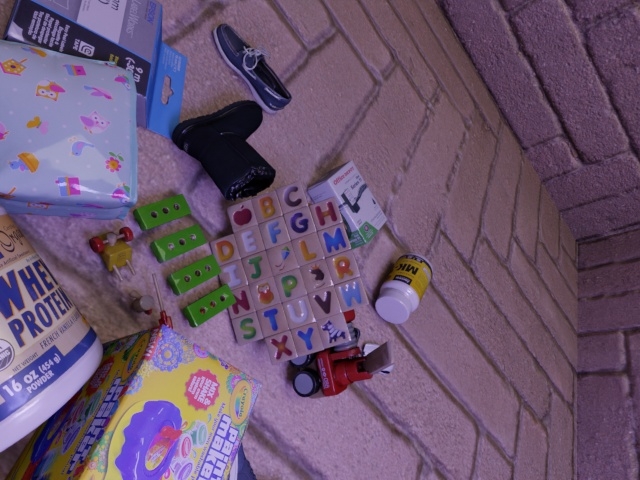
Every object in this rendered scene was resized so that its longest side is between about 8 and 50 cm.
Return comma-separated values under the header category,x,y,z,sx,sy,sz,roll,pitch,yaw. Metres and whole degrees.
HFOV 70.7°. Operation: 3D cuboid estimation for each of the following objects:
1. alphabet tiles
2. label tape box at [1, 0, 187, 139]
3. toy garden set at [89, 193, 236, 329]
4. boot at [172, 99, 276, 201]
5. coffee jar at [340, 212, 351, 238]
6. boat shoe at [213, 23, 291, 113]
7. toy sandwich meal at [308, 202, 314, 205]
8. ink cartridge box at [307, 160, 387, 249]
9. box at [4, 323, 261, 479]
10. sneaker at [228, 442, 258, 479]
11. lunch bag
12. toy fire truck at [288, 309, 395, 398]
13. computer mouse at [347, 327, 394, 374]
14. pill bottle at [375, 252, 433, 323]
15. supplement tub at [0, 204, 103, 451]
category,x,y,z,sx,sy,sz,roll,pitch,yaw
alphabet tiles,-0.069,0.063,0.923,0.011,0.285,0.343,26,46,-77
label tape box,-0.395,-0.375,0.873,0.333,0.106,0.241,19,62,-40
toy garden set,-0.296,0.056,0.849,0.203,0.049,0.244,-31,98,-49
boot,-0.168,-0.197,0.991,0.207,0.094,0.246,45,47,13
coffee jar,0.000,0.000,1.152,0.184,0.079,0.096,-43,106,-46
boat shoe,-0.170,-0.446,1.154,0.254,0.079,0.095,55,44,-15
toy sandwich meal,-0.048,-0.077,1.151,0.085,0.029,0.086,14,46,-14
ink cartridge box,0.078,-0.099,1.267,0.208,0.086,0.153,57,43,-12
box,-0.269,0.298,0.604,0.177,0.279,0.290,42,48,-27
sneaker,-0.115,0.449,0.835,0.163,0.086,0.226,2,82,-35
lunch bag,-0.411,-0.175,0.713,0.223,0.160,0.262,2,77,-32
toy fire truck,0.049,0.214,0.964,0.158,0.246,0.217,11,65,-66
computer mouse,0.144,0.307,1.206,0.193,0.042,0.106,27,55,-37
pill bottle,0.245,0.139,1.321,0.119,0.119,0.208,55,43,-14
supplement tub,-0.444,0.082,0.532,0.228,0.228,0.316,-45,112,-46
